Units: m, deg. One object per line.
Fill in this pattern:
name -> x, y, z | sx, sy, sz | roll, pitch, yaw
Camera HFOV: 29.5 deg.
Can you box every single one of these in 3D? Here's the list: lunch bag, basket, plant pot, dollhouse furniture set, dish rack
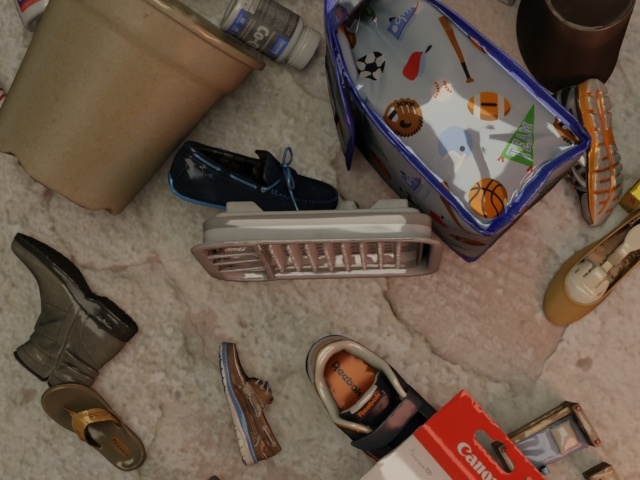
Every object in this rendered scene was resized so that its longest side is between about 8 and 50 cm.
lunch bag -> 0.145, -0.173, 1.676 | 0.239, 0.328, 0.385 | -43, 84, -4
basket -> 0.366, -0.329, 1.726 | 0.154, 0.227, 0.204 | -8, 82, 3
plant pot -> -0.298, -0.217, 1.734 | 0.334, 0.334, 0.305 | 35, 98, 7
dollhouse furniture set -> 0.345, 0.336, 1.700 | 0.129, 0.129, 0.184 | -30, 82, 0
dish rack -> 0.000, 0.000, 1.686 | 0.333, 0.285, 0.072 | -1, 78, 3

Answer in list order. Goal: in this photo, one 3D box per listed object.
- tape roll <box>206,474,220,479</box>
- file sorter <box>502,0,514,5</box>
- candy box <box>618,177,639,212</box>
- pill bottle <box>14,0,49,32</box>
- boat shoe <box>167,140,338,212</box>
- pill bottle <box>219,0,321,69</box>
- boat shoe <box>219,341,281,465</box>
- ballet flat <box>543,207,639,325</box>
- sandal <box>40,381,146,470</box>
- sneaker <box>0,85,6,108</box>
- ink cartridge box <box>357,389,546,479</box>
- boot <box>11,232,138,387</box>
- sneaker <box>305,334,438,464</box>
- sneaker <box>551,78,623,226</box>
tape roll -> -0.203, 0.423, 1.681 | 0.219, 0.219, 0.072 | -43, 83, -2
file sorter -> 0.246, -0.496, 1.732 | 0.193, 0.278, 0.173 | 31, 82, 7
candy box -> 0.514, -0.128, 1.754 | 0.027, 0.105, 0.206 | 43, 87, 12
pill bottle -> -0.430, -0.425, 1.850 | 0.108, 0.108, 0.193 | -21, 83, 1
boat shoe -> -0.085, -0.084, 1.744 | 0.258, 0.109, 0.089 | 5, 121, -28
pill bottle -> -0.073, -0.315, 1.811 | 0.137, 0.078, 0.078 | 28, 86, -16
boat shoe -> -0.103, 0.232, 1.780 | 0.066, 0.066, 0.183 | -15, 93, -3
ballet flat -> 0.412, 0.030, 1.759 | 0.232, 0.073, 0.080 | -45, 83, -2
sandal -> -0.327, 0.273, 1.771 | 0.180, 0.049, 0.072 | 44, 94, -11
sneaker -> -0.570, -0.168, 1.842 | 0.221, 0.087, 0.128 | -37, 81, 0
ink cartridge box -> 0.165, 0.347, 1.644 | 0.232, 0.066, 0.189 | -44, 82, 17
boot -> -0.405, 0.117, 1.804 | 0.246, 0.083, 0.161 | 42, 93, 9
sneaker -> 0.101, 0.262, 1.729 | 0.321, 0.127, 0.126 | 41, 86, 6
sneaker -> 0.386, -0.126, 1.781 | 0.083, 0.084, 0.215 | -3, 95, 40
